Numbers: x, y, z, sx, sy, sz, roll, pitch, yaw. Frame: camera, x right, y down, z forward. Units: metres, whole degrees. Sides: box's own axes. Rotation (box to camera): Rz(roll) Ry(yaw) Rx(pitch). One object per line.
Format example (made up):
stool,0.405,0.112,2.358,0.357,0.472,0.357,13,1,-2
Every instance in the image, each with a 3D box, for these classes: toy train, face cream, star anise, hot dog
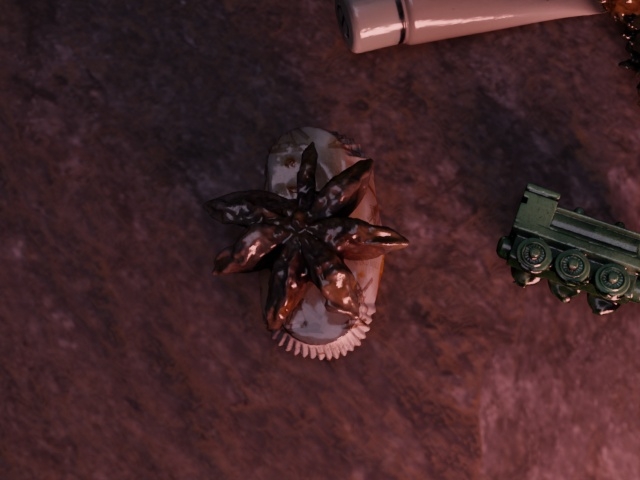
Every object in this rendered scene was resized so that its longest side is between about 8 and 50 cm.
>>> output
toy train,0.285,0.011,1.683,0.171,0.071,0.111,19,72,7
face cream,0.174,-0.292,1.757,0.314,0.089,0.143,-16,78,-11
star anise,-0.013,0.003,1.625,0.212,0.073,0.196,-29,76,-1
hot dog,0.000,0.000,1.700,0.144,0.075,0.267,1,76,0

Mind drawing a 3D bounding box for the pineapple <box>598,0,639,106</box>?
pineapple,0.385,-0.261,1.707,0.158,0.158,0.278,-9,87,2
